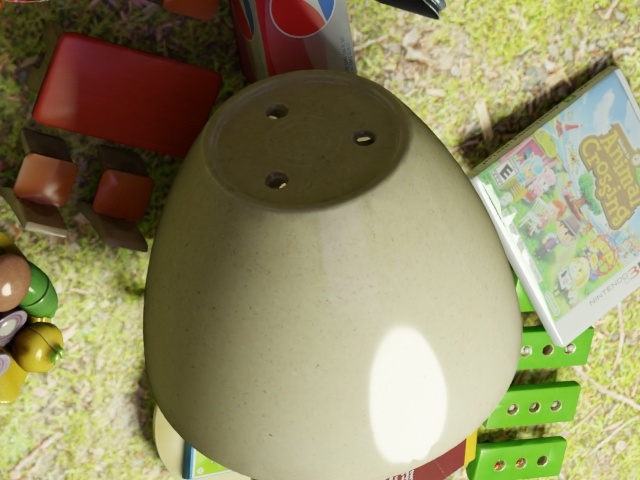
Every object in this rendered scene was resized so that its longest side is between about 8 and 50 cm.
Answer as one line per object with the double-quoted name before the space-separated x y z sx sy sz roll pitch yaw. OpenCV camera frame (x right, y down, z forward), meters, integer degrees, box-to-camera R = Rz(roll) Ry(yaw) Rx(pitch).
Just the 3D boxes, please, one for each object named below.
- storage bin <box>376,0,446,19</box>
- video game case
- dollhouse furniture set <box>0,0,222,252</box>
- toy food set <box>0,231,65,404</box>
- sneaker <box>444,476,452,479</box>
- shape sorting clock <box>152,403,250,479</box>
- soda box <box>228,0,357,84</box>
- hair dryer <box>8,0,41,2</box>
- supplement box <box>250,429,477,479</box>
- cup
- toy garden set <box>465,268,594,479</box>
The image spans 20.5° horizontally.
"storage bin" 0.077 -0.255 1.528 0.098 0.135 0.091 39 85 -33
"video game case" 0.263 -0.033 1.743 0.193 0.023 0.212 -37 114 -15
"dollhouse furniture set" -0.206 -0.131 1.451 0.259 0.135 0.262 12 109 -29
"toy food set" -0.280 0.061 1.510 0.128 0.071 0.218 -55 142 -19
"sneaker" 0.035 0.353 1.809 0.290 0.123 0.106 -42 126 1
"shape sorting clock" -0.067 0.158 1.713 0.206 0.040 0.206 -13 118 -25
"soda box" -0.037 -0.251 1.495 0.083 0.092 0.263 -18 121 -13
"hair dryer" -0.293 -0.300 1.329 0.223 0.080 0.293 -41 92 1
"supplement box" 0.045 0.142 1.659 0.194 0.129 0.191 -26 127 -45
"cup" 0.000 0.000 1.459 0.331 0.331 0.237 -21 136 -14
"toy garden set" 0.173 0.133 1.810 0.204 0.049 0.244 -2 116 -26
